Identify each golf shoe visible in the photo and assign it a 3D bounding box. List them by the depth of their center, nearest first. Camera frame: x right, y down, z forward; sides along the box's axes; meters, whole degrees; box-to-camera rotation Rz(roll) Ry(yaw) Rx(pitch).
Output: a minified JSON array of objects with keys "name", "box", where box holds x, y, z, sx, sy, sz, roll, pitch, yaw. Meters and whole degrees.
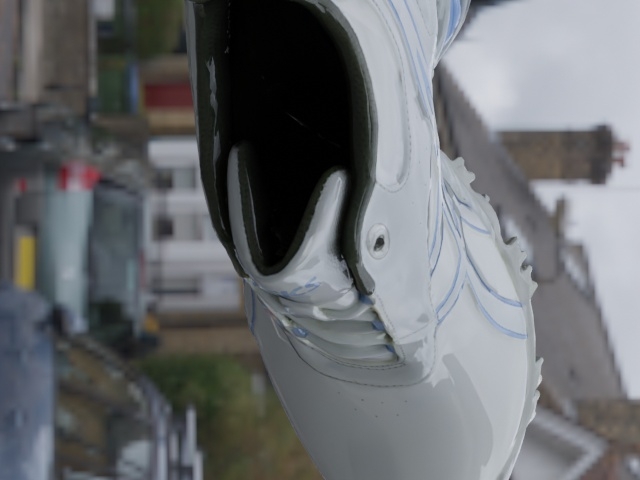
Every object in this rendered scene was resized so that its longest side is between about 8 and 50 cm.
[{"name":"golf shoe","box":[0.000,0.000,0.389,0.086,0.069,0.176,-57,140,-54]}]
